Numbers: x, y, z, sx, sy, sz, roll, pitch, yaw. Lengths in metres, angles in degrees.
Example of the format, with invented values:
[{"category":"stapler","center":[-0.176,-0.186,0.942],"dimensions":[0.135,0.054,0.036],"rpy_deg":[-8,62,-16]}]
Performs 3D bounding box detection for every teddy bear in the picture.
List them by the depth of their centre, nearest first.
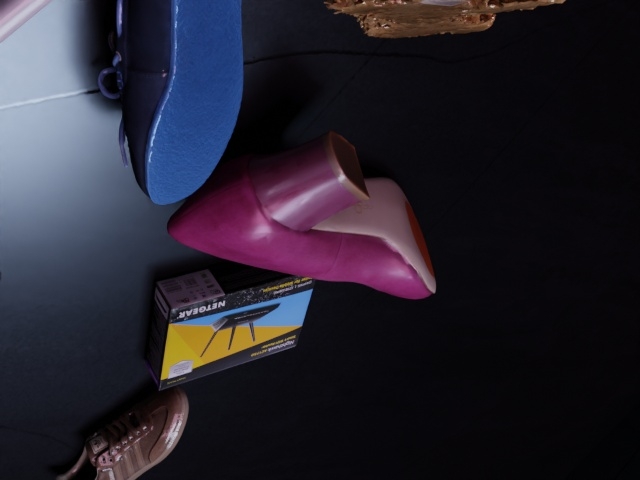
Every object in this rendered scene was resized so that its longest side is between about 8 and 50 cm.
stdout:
[{"category":"teddy bear","center":[0.066,-0.214,0.646],"dimensions":[0.338,0.245,0.113],"rpy_deg":[-16,105,-67]}]

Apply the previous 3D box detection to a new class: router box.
[{"category":"router box","center":[-0.099,0.084,1.032],"dimensions":[0.178,0.046,0.133],"rpy_deg":[-15,140,-30]}]

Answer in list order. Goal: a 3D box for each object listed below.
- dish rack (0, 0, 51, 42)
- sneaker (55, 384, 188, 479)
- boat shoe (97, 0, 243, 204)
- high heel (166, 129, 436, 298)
[{"category":"dish rack","center":[-0.285,-0.220,0.494],"dimensions":[0.285,0.072,0.333],"rpy_deg":[-40,145,1]},{"category":"sneaker","center":[-0.228,0.237,1.075],"dimensions":[0.188,0.066,0.071],"rpy_deg":[-49,143,15]},{"category":"boat shoe","center":[-0.111,-0.151,0.721],"dimensions":[0.109,0.089,0.258],"rpy_deg":[-22,139,-43]},{"category":"high heel","center":[0.000,0.000,1.002],"dimensions":[0.181,0.127,0.377],"rpy_deg":[-22,150,16]}]
